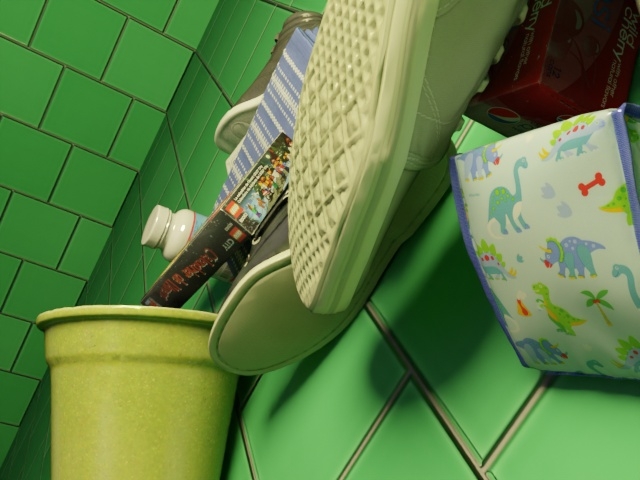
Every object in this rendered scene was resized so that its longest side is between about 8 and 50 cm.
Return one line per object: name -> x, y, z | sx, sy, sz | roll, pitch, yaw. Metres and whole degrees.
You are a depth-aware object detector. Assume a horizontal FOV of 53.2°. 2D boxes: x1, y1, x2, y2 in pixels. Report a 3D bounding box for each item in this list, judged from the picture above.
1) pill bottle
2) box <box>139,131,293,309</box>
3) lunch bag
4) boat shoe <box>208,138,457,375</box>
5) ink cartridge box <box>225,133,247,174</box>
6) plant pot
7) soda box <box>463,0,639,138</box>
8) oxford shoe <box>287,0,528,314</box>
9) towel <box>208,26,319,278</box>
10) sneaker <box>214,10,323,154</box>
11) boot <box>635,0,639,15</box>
pill bottle -> -0.191, 0.004, 0.998 | 0.087, 0.160, 0.087 | -44, 33, 40
box -> -0.120, -0.013, 0.776 | 0.233, 0.044, 0.159 | -41, 13, 43
lunch bag -> 0.159, 0.007, 0.374 | 0.129, 0.096, 0.151 | -12, 88, 61
boat shoe -> -0.003, -0.002, 0.667 | 0.340, 0.127, 0.113 | -55, 26, 22
ink cartridge box -> -0.027, -0.095, 0.879 | 0.275, 0.060, 0.239 | -44, 52, 40
plant pot -> -0.217, 0.230, 0.782 | 0.276, 0.276, 0.254 | -27, 57, 55
soda box -> 0.195, -0.208, 0.491 | 0.092, 0.083, 0.263 | -4, 67, 64
oxford shoe -> 0.070, -0.136, 0.453 | 0.169, 0.130, 0.449 | -124, 44, -56
towel -> -0.040, -0.078, 0.823 | 0.336, 0.040, 0.243 | -60, 43, 30
sneaker -> -0.068, -0.255, 1.052 | 0.295, 0.104, 0.147 | -33, 39, 41
boot -> 0.278, -0.173, 0.300 | 0.229, 0.091, 0.263 | -22, 30, 38
